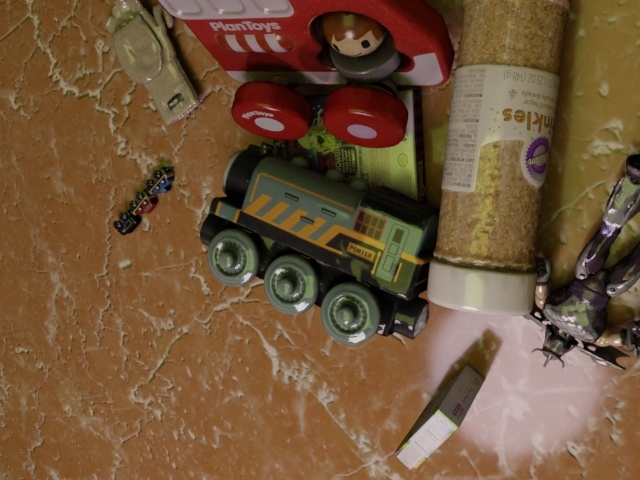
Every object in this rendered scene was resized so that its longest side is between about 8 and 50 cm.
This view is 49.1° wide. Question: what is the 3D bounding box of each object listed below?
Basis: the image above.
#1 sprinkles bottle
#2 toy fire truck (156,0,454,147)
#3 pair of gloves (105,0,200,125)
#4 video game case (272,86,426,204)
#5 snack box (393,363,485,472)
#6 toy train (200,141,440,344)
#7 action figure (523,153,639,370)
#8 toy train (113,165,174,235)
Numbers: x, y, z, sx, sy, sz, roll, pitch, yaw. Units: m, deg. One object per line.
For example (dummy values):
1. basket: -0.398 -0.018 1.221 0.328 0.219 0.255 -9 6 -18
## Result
1. sprinkles bottle: 0.198 -0.098 0.789 0.121 0.121 0.356 8 95 24
2. toy fire truck: -0.013 -0.235 0.791 0.302 0.254 0.169 7 76 23
3. pair of gloves: -0.199 -0.310 1.006 0.240 0.042 0.204 -38 90 31
4. video game case: 0.038 -0.085 0.955 0.210 0.042 0.232 1 105 26
5. snack box: 0.160 0.233 0.931 0.037 0.141 0.100 42 118 10
6. toy train: 0.000 0.000 0.905 0.333 0.142 0.190 24 102 21
7. action figure: 0.328 0.042 0.823 0.185 0.099 0.285 28 118 10
8. toy train: -0.282 -0.061 1.126 0.036 0.027 0.158 48 119 2
